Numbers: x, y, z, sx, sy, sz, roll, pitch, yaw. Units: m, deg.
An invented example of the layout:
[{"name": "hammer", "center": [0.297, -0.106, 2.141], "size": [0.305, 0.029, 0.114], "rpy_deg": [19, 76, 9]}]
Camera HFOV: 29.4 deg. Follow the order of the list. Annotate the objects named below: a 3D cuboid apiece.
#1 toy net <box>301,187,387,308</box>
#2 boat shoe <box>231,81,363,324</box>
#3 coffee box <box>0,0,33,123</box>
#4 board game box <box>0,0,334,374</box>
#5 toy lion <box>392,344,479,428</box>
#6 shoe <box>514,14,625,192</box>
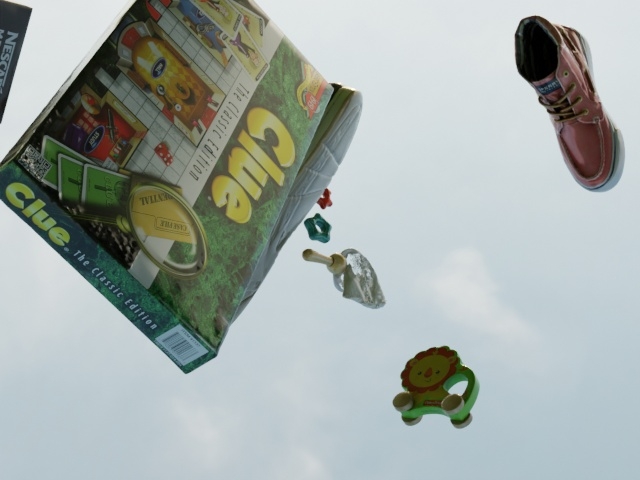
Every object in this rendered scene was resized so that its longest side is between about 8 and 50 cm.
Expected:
[{"name": "toy net", "center": [0.000, 0.000, 1.587], "size": [0.045, 0.232, 0.122], "rpy_deg": [-36, -169, 42]}, {"name": "boat shoe", "center": [-0.065, -0.038, 1.157], "size": [0.092, 0.103, 0.285], "rpy_deg": [36, -81, 15]}, {"name": "coffee box", "center": [-0.429, -0.211, 1.255], "size": [0.098, 0.141, 0.246], "rpy_deg": [23, -169, 27]}, {"name": "board game box", "center": [-0.072, -0.061, 0.661], "size": [0.030, 0.136, 0.259], "rpy_deg": [-29, -155, 32]}, {"name": "toy lion", "center": [0.127, 0.153, 1.304], "size": [0.100, 0.034, 0.096], "rpy_deg": [-3, -136, 38]}, {"name": "shoe", "center": [0.236, -0.133, 1.177], "size": [0.063, 0.081, 0.178], "rpy_deg": [-25, -113, 37]}]
